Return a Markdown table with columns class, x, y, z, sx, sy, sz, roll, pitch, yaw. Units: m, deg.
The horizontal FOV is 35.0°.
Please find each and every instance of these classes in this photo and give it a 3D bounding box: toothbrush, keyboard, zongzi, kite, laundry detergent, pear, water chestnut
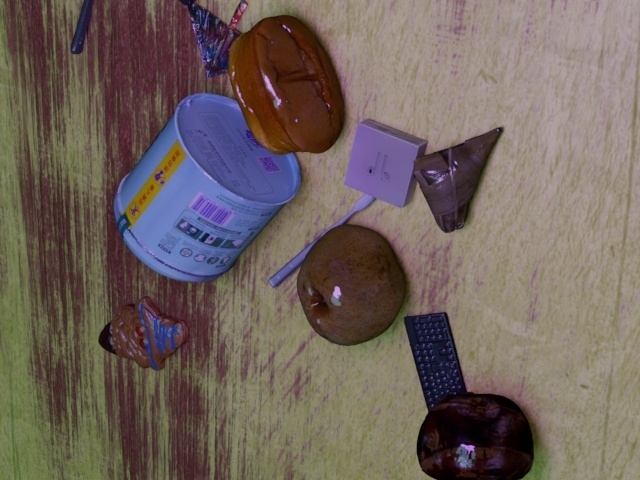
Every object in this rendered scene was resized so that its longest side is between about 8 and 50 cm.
| class | x | y | z | sx | sy | sz | roll | pitch | yaw |
| --- | --- | --- | --- | --- | --- | --- | --- | --- | --- |
| toothbrush | -0.001 | 0.001 | 2.071 | 0.025 | 0.030 | 0.342 | 52 | 124 | 5 |
| keyboard | 0.244 | 0.293 | 2.041 | 0.101 | 0.018 | 0.310 | -8 | 103 | 32 |
| zongzi | 0.273 | -0.108 | 1.859 | 0.176 | 0.078 | 0.160 | -22 | 118 | 8 |
| toothbrush | -0.494 | -0.527 | 2.170 | 0.030 | 0.030 | 0.297 | 52 | 131 | 36 |
| kite | -0.186 | -0.401 | 2.045 | 0.232 | 0.009 | 0.189 | 37 | 123 | 11 |
| laundry detergent | -0.240 | -0.088 | 2.023 | 0.287 | 0.287 | 0.305 | 48 | 124 | 7 |
| pear | 0.055 | 0.088 | 1.960 | 0.188 | 0.211 | 0.228 | -22 | 95 | 36 |
| water chestnut | 0.291 | 0.400 | 1.921 | 0.223 | 0.223 | 0.238 | -10 | 71 | 33 |

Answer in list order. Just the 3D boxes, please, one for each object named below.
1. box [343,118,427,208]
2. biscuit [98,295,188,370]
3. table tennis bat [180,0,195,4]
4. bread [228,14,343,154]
| class | x | y | z | sx | sy | sz | roll | pitch | yaw |
| --- | --- | --- | --- | --- | --- | --- | --- | --- | --- |
| box | 0.123 | -0.147 | 1.931 | 0.130 | 0.051 | 0.129 | 24 | 118 | 21 |
| biscuit | -0.427 | 0.225 | 2.404 | 0.280 | 0.043 | 0.183 | -9 | 100 | 29 |
| table tennis bat | -0.280 | -0.518 | 2.059 | 0.050 | 0.007 | 0.083 | -25 | 95 | 35 |
| bread | -0.060 | -0.288 | 1.904 | 0.142 | 0.195 | 0.270 | -10 | 107 | 39 |
